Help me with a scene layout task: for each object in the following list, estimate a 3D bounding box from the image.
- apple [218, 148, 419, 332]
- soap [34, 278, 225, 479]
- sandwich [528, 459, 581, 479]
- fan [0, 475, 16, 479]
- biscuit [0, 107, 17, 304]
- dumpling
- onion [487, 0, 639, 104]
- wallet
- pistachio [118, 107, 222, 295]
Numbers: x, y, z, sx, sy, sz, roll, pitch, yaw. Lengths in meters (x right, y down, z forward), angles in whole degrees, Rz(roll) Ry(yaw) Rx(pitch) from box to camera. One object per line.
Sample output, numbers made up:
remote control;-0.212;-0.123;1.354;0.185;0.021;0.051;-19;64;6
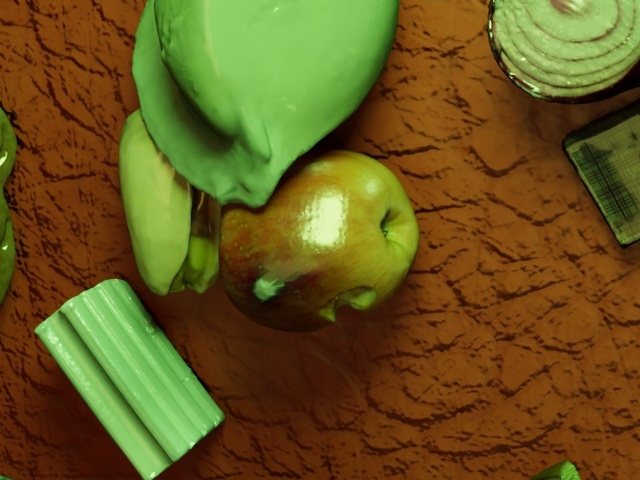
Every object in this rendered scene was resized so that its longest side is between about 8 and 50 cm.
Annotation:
apple;0.000;0.000;1.413;0.199;0.199;0.199;5;105;19
soap;-0.198;0.142;1.546;0.066;0.119;0.198;-37;89;23
sandwich;0.236;0.238;1.457;0.031;0.044;0.083;58;157;4
fan;-0.400;0.273;1.709;0.193;0.016;0.038;12;109;18
biscuit;-0.449;-0.038;1.522;0.063;0.314;0.367;25;143;54
dumpling;-0.062;-0.231;1.353;0.270;0.212;0.321;33;71;18
onion;0.262;-0.195;1.286;0.218;0.140;0.195;34;116;9
wallet;0.345;-0.093;1.333;0.230;0.042;0.124;-30;89;22
pistachio;-0.144;-0.046;1.489;0.145;0.117;0.200;25;125;53
